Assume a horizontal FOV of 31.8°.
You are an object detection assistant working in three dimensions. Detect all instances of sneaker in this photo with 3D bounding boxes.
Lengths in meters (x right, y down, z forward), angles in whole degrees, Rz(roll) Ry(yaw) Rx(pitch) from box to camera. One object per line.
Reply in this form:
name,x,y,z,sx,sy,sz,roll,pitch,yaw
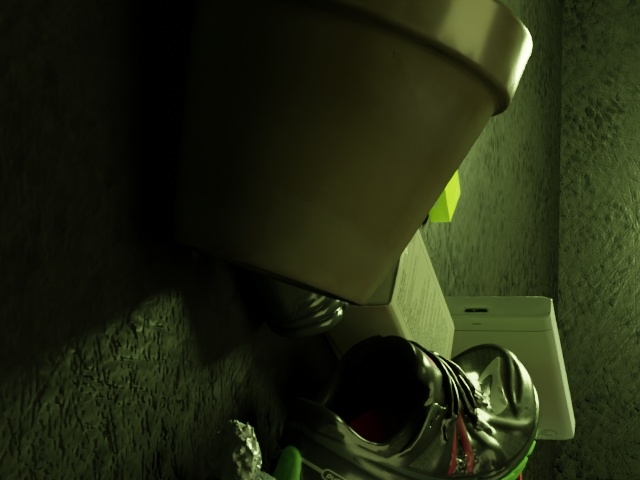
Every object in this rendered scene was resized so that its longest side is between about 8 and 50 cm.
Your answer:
sneaker,-0.001,0.000,1.286,0.296,0.105,0.147,-52,140,-51
sneaker,0.125,0.204,1.327,0.483,0.185,0.202,-18,120,-52

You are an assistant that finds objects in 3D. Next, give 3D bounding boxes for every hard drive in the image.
hard drive,0.289,0.219,1.876,0.353,0.233,0.047,68,28,-46

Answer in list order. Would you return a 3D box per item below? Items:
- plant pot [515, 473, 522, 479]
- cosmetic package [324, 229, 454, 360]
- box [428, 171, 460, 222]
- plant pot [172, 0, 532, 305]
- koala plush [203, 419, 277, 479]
plant pot,0.219,0.379,1.770,0.191,0.174,0.191,0,90,-70
cosmetic package,0.091,0.102,1.510,0.309,0.113,0.160,64,33,-49
box,0.203,-0.133,1.922,0.109,0.042,0.178,-63,146,-53
plant pot,0.000,-0.099,1.039,0.323,0.323,0.280,28,79,-68
koala plush,-0.072,0.288,0.981,0.221,0.203,0.196,-84,163,-52
